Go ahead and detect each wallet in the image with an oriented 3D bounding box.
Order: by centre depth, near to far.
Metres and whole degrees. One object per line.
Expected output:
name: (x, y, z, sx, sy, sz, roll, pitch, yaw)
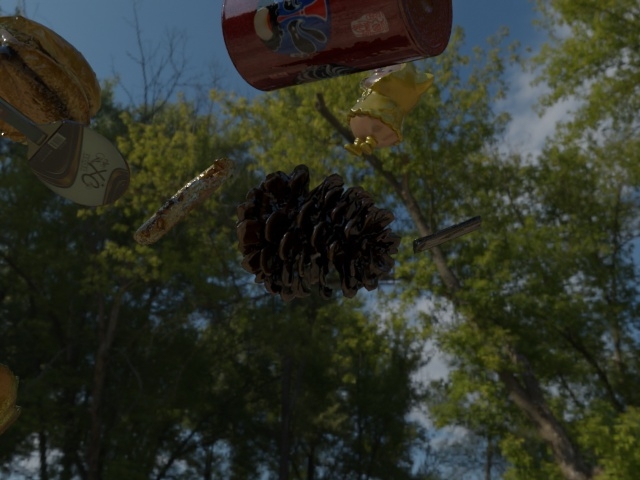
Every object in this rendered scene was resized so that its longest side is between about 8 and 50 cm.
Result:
wallet: (0.270, -0.011, 1.356, 0.156, 0.018, 0.082, -23, -19, 3)

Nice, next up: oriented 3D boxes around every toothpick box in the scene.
toothpick box: (0.025, -0.374, 1.052, 0.333, 0.204, 0.204, -3, -29, 34)

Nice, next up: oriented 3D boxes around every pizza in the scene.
pizza: (-0.298, -0.085, 1.391, 0.271, 0.134, 0.056, -38, -77, 5)

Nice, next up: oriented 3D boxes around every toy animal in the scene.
toy animal: (0.138, -0.280, 1.369, 0.156, 0.230, 0.156, 32, -14, 9)

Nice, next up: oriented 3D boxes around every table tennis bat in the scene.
table tennis bat: (-0.503, -0.177, 1.216, 0.173, 0.022, 0.301, -36, -59, 23)

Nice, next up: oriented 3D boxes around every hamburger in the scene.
hamburger: (-0.627, -0.335, 1.333, 0.304, 0.174, 0.284, 3, -28, 21)

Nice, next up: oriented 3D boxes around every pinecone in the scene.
pinecone: (0.002, 0.000, 1.086, 0.292, 0.246, 0.246, 16, -19, 36)

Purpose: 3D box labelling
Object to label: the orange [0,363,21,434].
orange: (-0.769, 0.322, 1.336, 0.262, 0.196, 0.335, 20, -44, -14)
